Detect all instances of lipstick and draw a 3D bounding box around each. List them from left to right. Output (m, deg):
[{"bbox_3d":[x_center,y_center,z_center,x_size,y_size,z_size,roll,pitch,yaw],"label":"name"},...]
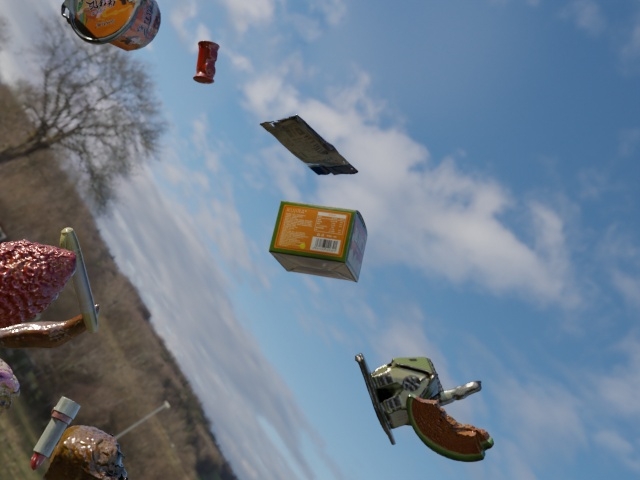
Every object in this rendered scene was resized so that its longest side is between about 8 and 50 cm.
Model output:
[{"bbox_3d":[-0.686,0.494,1.844,0.057,0.186,0.063,26,-26,-1],"label":"lipstick"}]

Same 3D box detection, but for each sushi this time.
[{"bbox_3d":[-0.433,0.425,1.344,0.140,0.149,0.287,25,-21,-14],"label":"sushi"}]

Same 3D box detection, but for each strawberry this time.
[{"bbox_3d":[-0.427,0.059,1.040,0.131,0.148,0.131,177,-90,-71],"label":"strawberry"}]

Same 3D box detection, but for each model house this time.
[{"bbox_3d":[0.261,0.365,1.880,0.205,0.278,0.218,67,2,-52],"label":"model house"}]

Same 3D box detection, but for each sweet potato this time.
[{"bbox_3d":[-0.607,0.202,1.602,0.058,0.255,0.078,-114,-166,-63],"label":"sweet potato"}]

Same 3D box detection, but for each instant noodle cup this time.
[{"bbox_3d":[-0.412,-0.470,1.497,0.208,0.178,0.125,13,-3,23],"label":"instant noodle cup"}]

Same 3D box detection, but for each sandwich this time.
[{"bbox_3d":[0.174,0.265,1.024,0.135,0.029,0.067,37,-63,9],"label":"sandwich"}]

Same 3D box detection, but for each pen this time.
[{"bbox_3d":[-0.481,0.085,1.444,0.032,0.040,0.233,5,-65,27],"label":"pen"}]

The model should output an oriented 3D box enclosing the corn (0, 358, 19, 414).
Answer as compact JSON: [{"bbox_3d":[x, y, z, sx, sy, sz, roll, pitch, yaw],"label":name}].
[{"bbox_3d":[-0.692,0.204,1.342,0.335,0.126,0.127,38,-22,20],"label":"corn"}]

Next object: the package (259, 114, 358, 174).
[{"bbox_3d":[-0.026,-0.182,1.422,0.173,0.027,0.171,37,-16,-26],"label":"package"}]

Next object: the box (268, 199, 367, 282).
[{"bbox_3d":[0.000,0.000,1.781,0.194,0.148,0.177,7,-16,16],"label":"box"}]

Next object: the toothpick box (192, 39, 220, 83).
[{"bbox_3d":[-0.237,-0.368,1.504,0.047,0.047,0.083,162,-65,-74],"label":"toothpick box"}]
